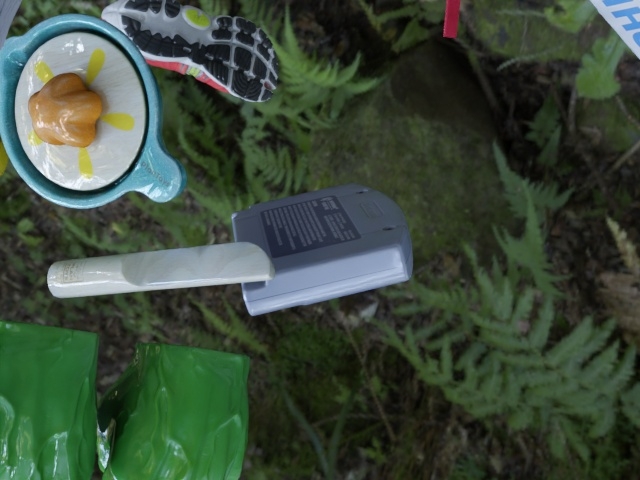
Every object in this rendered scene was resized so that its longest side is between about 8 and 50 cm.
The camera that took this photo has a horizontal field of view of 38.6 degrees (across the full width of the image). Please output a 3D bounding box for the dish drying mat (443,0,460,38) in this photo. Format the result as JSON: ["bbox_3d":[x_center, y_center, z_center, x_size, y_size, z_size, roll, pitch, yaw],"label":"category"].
[{"bbox_3d":[0.241,-0.415,1.677,0.032,0.083,0.008,-1,-169,-37],"label":"dish drying mat"}]

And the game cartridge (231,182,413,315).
[{"bbox_3d":[0.000,0.000,1.052,0.196,0.294,0.060,-17,108,-2],"label":"game cartridge"}]

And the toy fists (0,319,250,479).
[{"bbox_3d":[-0.184,0.153,0.767,0.279,0.142,0.096,15,165,-37],"label":"toy fists"}]

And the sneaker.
[{"bbox_3d":[-0.180,-0.276,1.288,0.279,0.107,0.118,19,175,-39],"label":"sneaker"}]

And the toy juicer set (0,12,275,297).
[{"bbox_3d":[-0.197,-0.073,0.658,0.209,0.089,0.329,-28,87,23],"label":"toy juicer set"}]

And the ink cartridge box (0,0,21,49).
[{"bbox_3d":[-0.200,-0.159,0.417,0.151,0.270,0.395,24,147,-19],"label":"ink cartridge box"}]

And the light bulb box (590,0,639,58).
[{"bbox_3d":[0.304,-0.339,0.609,0.358,0.225,0.361,36,160,-29],"label":"light bulb box"}]
